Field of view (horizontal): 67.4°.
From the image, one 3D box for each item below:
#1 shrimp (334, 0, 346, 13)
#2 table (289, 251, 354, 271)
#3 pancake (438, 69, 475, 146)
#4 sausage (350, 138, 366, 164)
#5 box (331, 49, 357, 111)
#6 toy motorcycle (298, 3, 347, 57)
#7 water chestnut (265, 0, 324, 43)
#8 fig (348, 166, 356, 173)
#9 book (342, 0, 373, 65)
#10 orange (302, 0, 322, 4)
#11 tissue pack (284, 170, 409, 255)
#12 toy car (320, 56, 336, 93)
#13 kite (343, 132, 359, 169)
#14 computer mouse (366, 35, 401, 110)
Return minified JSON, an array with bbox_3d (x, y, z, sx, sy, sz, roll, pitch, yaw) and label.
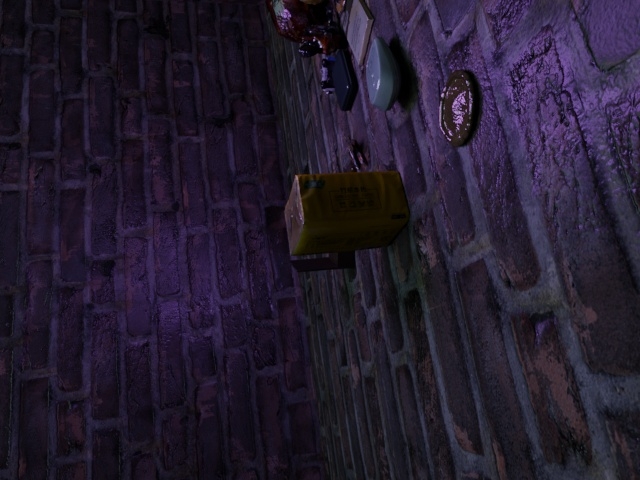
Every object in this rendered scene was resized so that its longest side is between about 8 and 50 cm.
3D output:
[{"bbox_3d":[0.088,-1.090,2.094,0.147,0.035,0.195,105,157,-50],"label":"shrimp"},{"bbox_3d":[0.000,0.000,2.258,0.196,0.282,0.250,-137,44,-69],"label":"table"},{"bbox_3d":[0.359,-0.348,1.269,0.199,0.021,0.199,176,90,-77],"label":"pancake"},{"bbox_3d":[0.160,-0.376,2.036,0.198,0.025,0.028,-109,12,-46],"label":"sausage"},{"bbox_3d":[0.103,-0.705,2.114,0.160,0.050,0.230,111,151,-61],"label":"box"},{"bbox_3d":[0.019,-0.941,2.176,0.134,0.207,0.401,81,-170,-45],"label":"toy motorcycle"},{"bbox_3d":[-0.098,-1.151,2.362,0.350,0.302,0.350,56,-161,-31],"label":"water chestnut"},{"bbox_3d":[0.130,-0.166,2.064,0.190,0.191,0.290,102,-165,-48],"label":"fig"},{"bbox_3d":[0.145,-0.877,1.946,0.201,0.026,0.289,103,157,-51],"label":"book"},{"bbox_3d":[-0.012,-1.172,1.975,0.210,0.271,0.368,29,135,36],"label":"orange"},{"bbox_3d":[0.080,-0.096,1.720,0.293,0.382,0.228,118,143,-64],"label":"tissue pack"},{"bbox_3d":[0.043,-0.782,2.276,0.070,0.080,0.170,-114,23,-58],"label":"toy car"},{"bbox_3d":[0.135,-0.389,2.076,0.241,0.014,0.183,62,-173,-76],"label":"kite"},{"bbox_3d":[0.219,-0.559,1.616,0.159,0.097,0.288,101,171,-51],"label":"computer mouse"}]
